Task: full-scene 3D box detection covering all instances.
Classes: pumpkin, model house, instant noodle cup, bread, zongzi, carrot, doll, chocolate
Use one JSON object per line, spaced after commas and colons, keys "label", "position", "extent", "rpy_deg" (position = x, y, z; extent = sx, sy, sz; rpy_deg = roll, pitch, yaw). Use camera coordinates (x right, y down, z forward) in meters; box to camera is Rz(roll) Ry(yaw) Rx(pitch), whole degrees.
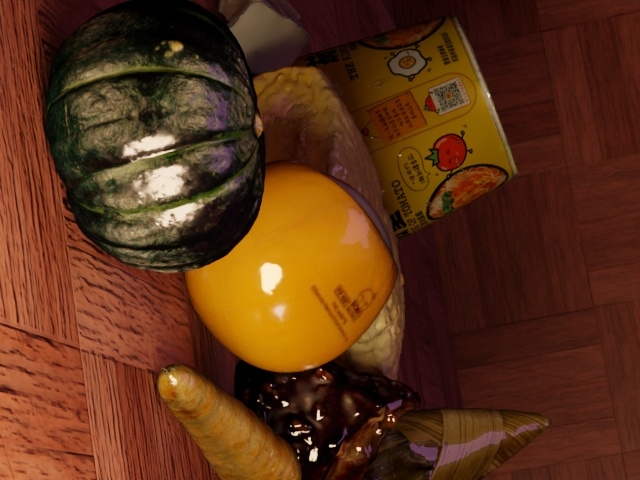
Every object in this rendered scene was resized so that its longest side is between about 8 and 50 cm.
{"label": "pumpkin", "position": [-0.124, -0.083, 1.350], "extent": [0.220, 0.162, 0.220], "rpy_deg": [-6, 90, -81]}
{"label": "model house", "position": [-0.083, -0.260, 2.056], "extent": [0.101, 0.088, 0.100], "rpy_deg": [33, 17, -37]}
{"label": "instant noodle cup", "position": [0.116, -0.155, 2.381], "extent": [0.325, 0.254, 0.325], "rpy_deg": [-21, 90, -86]}
{"label": "bread", "position": [0.000, 0.000, 1.964], "extent": [0.375, 0.165, 0.236], "rpy_deg": [69, 18, -47]}
{"label": "zongzi", "position": [0.134, 0.260, 2.067], "extent": [0.286, 0.288, 0.134], "rpy_deg": [25, 49, -78]}
{"label": "carrot", "position": [-0.091, 0.166, 1.546], "extent": [0.298, 0.078, 0.078], "rpy_deg": [58, 23, -56]}
{"label": "doll", "position": [-0.052, 0.014, 1.667], "extent": [0.236, 0.213, 0.213], "rpy_deg": [30, -28, 40]}
{"label": "chocolate", "position": [0.023, 0.208, 1.825], "extent": [0.224, 0.177, 0.206], "rpy_deg": [-30, 108, -78]}
